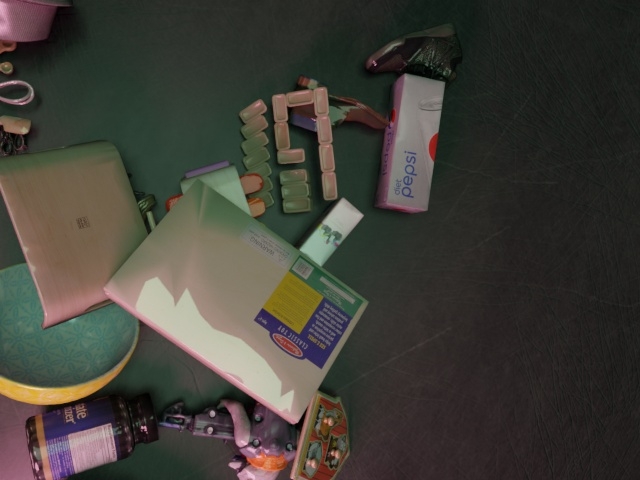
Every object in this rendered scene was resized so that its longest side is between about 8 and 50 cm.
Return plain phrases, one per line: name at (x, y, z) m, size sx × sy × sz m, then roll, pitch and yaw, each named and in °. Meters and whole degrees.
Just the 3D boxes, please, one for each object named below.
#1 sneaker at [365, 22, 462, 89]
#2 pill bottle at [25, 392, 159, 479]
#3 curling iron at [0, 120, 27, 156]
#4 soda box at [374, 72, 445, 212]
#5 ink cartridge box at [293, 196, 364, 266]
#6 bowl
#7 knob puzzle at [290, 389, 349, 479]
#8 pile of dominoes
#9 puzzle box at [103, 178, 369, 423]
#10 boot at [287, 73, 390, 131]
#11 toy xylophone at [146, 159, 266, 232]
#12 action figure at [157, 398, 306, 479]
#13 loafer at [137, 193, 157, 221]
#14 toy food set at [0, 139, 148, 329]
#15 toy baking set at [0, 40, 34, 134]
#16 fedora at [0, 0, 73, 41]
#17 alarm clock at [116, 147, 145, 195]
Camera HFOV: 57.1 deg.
sneaker at (0.217, -0.388, 1.297) m, size 0.228 × 0.087 × 0.130 m, roll -20°, pitch 86°, yaw -18°
pill bottle at (-0.423, 0.362, 1.104) m, size 0.219 × 0.123 × 0.122 m, roll -11°, pitch 90°, yaw -25°
curling iron at (-0.654, -0.111, 1.124) m, size 0.068 × 0.035 × 0.274 m, roll 32°, pitch 82°, yaw -9°
soda box at (0.193, -0.207, 1.283) m, size 0.098 × 0.091 × 0.286 m, roll 10°, pitch 86°, yaw -12°
ink cartridge box at (0.000, 0.000, 1.226) m, size 0.061 × 0.104 × 0.181 m, roll 42°, pitch 81°, yaw -7°
bowl at (-0.492, 0.190, 1.071) m, size 0.290 × 0.289 × 0.156 m, roll 21°, pitch 127°, yaw -11°
knob puzzle at (0.021, 0.412, 1.193) m, size 0.030 × 0.213 × 0.213 m, roll 0°, pitch 87°, yaw 32°
pile of dominoes at (-0.067, -0.183, 1.242) m, size 0.196 × 0.040 × 0.251 m, roll -5°, pitch 91°, yaw 9°
puzzle box at (-0.142, 0.107, 1.077) m, size 0.409 × 0.052 × 0.272 m, roll 36°, pitch 62°, yaw -3°
boot at (0.035, -0.263, 1.269) m, size 0.219 × 0.082 × 0.106 m, roll 24°, pitch 99°, yaw -7°
toy xylophone at (-0.214, 0.000, 1.191) m, size 0.236 × 0.081 × 0.322 m, roll -10°, pitch 91°, yaw -7°
action figure at (-0.142, 0.318, 1.152) m, size 0.341 × 0.178 × 0.330 m, roll 4°, pitch 77°, yaw -15°
loafer at (-0.372, -0.028, 1.175) m, size 0.050 × 0.056 × 0.148 m, roll 40°, pitch 90°, yaw -9°
toy food set at (-0.441, -0.022, 1.056) m, size 0.220 × 0.092 × 0.306 m, roll -22°, pitch 94°, yaw -44°
toy baking set at (-0.660, -0.304, 1.114) m, size 0.197 × 0.030 × 0.256 m, roll -21°, pitch 83°, yaw -13°
fedora at (-0.605, -0.444, 1.078) m, size 0.276 × 0.243 × 0.124 m, roll 14°, pitch 114°, yaw -20°
alarm clock at (-0.455, -0.088, 1.151) m, size 0.192 × 0.064 × 0.129 m, roll -31°, pitch 95°, yaw -15°
